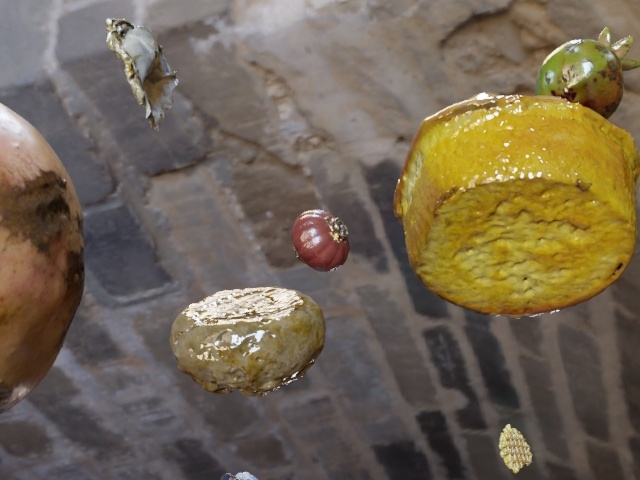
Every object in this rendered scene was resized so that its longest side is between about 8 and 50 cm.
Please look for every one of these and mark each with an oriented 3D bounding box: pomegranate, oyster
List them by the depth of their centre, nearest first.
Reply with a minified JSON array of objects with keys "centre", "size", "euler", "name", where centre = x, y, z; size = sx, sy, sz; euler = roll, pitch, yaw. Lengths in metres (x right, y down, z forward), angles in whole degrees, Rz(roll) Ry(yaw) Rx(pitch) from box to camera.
[{"centre":[-0.362,0.021,0.834],"size":[0.322,0.322,0.322],"euler":[-14,90,-80],"name":"pomegranate"},{"centre":[-0.245,-0.242,1.318],"size":[0.108,0.053,0.166],"euler":[-54,141,-43],"name":"oyster"},{"centre":[0.462,-0.270,1.593],"size":[0.156,0.220,0.156],"euler":[52,-26,38],"name":"pomegranate"}]

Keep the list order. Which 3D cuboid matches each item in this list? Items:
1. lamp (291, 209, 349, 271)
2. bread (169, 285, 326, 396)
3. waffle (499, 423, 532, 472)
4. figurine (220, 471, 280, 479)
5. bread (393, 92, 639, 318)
[{"centre":[0.000,0.000,1.444],"size":[0.101,0.090,0.101],"euler":[41,27,-26],"name":"lamp"},{"centre":[-0.104,0.149,1.388],"size":[0.230,0.229,0.123],"euler":[-71,154,-73],"name":"bread"},{"centre":[0.328,0.355,1.591],"size":[0.078,0.016,0.085],"euler":[58,34,1],"name":"waffle"},{"centre":[-0.086,0.380,1.362],"size":[0.136,0.079,0.077],"euler":[40,71,-50],"name":"figurine"},{"centre":[0.302,-0.047,1.455],"size":[0.398,0.397,0.215],"euler":[66,22,-46],"name":"bread"}]
